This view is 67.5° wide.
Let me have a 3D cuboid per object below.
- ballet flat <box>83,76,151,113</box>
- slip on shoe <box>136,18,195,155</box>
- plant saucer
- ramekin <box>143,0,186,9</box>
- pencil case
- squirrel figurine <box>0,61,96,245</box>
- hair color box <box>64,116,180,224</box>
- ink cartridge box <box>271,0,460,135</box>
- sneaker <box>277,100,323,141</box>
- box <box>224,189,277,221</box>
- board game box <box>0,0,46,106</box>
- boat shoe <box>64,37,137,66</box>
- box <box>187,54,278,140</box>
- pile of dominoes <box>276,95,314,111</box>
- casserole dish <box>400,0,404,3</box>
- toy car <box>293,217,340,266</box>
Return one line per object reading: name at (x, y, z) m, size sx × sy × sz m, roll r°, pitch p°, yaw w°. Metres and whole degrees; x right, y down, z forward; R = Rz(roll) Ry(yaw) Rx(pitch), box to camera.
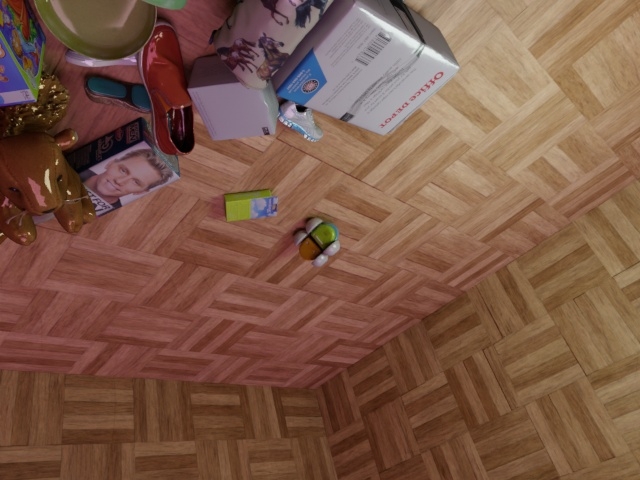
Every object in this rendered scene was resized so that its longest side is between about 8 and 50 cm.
ballet flat at (-0.489, -0.362, 1.217) m, size 0.206 × 0.073 × 0.067 m, roll 11°, pitch 163°, yaw -31°
slip on shoe at (-0.362, -0.358, 1.168) m, size 0.123 × 0.101 × 0.332 m, roll -35°, pitch 140°, yaw -43°
plant saucer at (-0.467, -0.503, 1.002) m, size 0.240 × 0.037 × 0.241 m, roll -5°, pitch 128°, yaw -7°
ramekin at (-0.337, -0.555, 0.812) m, size 0.303 × 0.304 × 0.148 m, roll 17°, pitch 125°, yaw -40°
pencil case at (-0.065, -0.512, 0.971) m, size 0.159 × 0.184 × 0.410 m, roll 7°, pitch 144°, yaw -42°
squirrel figurine at (-0.665, -0.189, 1.056) m, size 0.280 × 0.397 × 0.370 m, roll -14°, pitch 180°, yaw -30°
hair color box at (-0.597, -0.188, 1.358) m, size 0.347 × 0.105 × 0.174 m, roll -24°, pitch 145°, yaw 8°
ink cartridge box at (0.106, -0.449, 1.189) m, size 0.394 × 0.166 × 0.285 m, roll 8°, pitch 146°, yaw -42°
sneaker at (-0.043, -0.352, 1.390) m, size 0.083 × 0.071 × 0.190 m, roll -40°, pitch 147°, yaw 24°
box at (-0.241, -0.121, 1.661) m, size 0.178 × 0.043 × 0.109 m, roll -8°, pitch 145°, yaw -14°
board game box at (-0.621, -0.458, 0.865) m, size 0.078 × 0.234 × 0.347 m, roll -11°, pitch 145°, yaw -9°
boat shoe at (-0.488, -0.439, 1.101) m, size 0.184 × 0.066 × 0.063 m, roll -5°, pitch 133°, yaw -17°
box at (-0.216, -0.368, 1.231) m, size 0.181 × 0.119 × 0.181 m, roll -4°, pitch 146°, yaw 9°
pile of dominoes at (-0.046, -0.453, 1.320) m, size 0.195 × 0.040 × 0.251 m, roll -25°, pitch 153°, yaw 10°
casserole dish at (0.124, -0.571, 1.213) m, size 0.188 × 0.037 × 0.114 m, roll -12°, pitch 145°, yaw -7°
toy car at (0.000, 0.000, 1.869) m, size 0.182 × 0.159 × 0.136 m, roll -45°, pitch 172°, yaw 32°
